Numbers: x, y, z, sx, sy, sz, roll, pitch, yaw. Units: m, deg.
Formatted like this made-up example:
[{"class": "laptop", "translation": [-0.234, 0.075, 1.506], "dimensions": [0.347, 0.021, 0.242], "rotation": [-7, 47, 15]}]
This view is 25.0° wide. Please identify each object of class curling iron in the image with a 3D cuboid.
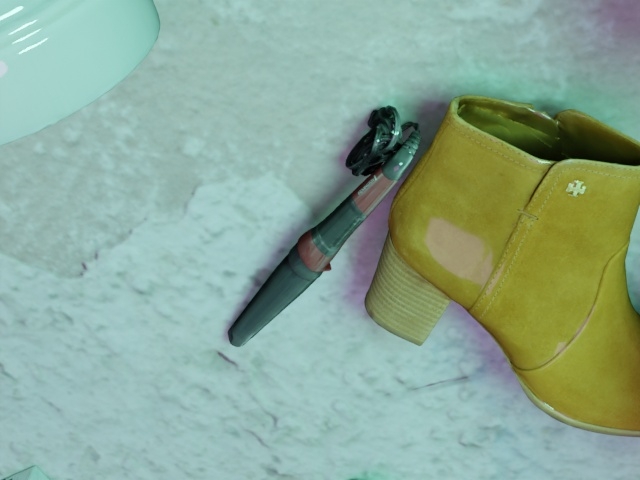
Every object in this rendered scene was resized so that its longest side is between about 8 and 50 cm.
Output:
[{"class": "curling iron", "translation": [0.000, 0.000, 1.079], "dimensions": [0.035, 0.068, 0.274], "rotation": [26, 130, -11]}]

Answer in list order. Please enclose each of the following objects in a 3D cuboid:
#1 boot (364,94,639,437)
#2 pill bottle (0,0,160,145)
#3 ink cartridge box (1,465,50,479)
[{"class": "boot", "translation": [0.190, 0.021, 1.014], "dimensions": [0.295, 0.104, 0.211], "rotation": [20, 132, -8]}, {"class": "pill bottle", "translation": [-0.254, -0.259, 0.827], "dimensions": [0.224, 0.224, 0.392], "rotation": [-13, 122, 17]}, {"class": "ink cartridge box", "translation": [-0.278, 0.242, 1.308], "dimensions": [0.083, 0.028, 0.048], "rotation": [-26, 117, 25]}]
